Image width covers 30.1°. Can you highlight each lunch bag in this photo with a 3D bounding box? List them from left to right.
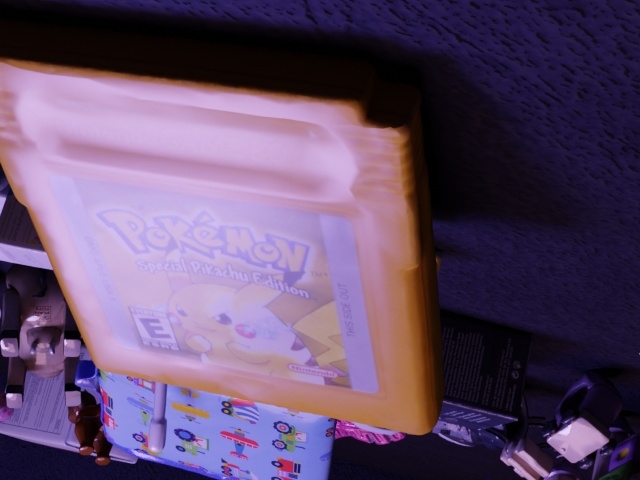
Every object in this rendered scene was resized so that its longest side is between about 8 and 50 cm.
[{"bbox_3d":[-0.127,0.172,1.321,0.293,0.138,0.221,6,138,0],"label":"lunch bag"}]

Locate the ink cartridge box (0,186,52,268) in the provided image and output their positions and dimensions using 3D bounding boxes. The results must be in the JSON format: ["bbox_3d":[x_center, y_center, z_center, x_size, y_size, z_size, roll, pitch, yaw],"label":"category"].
[{"bbox_3d":[-0.199,-0.019,0.997,0.122,0.088,0.052,11,162,11],"label":"ink cartridge box"}]

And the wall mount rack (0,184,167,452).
[{"bbox_3d":[-0.264,0.065,1.176,0.350,0.130,0.304,10,144,14],"label":"wall mount rack"}]

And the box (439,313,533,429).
[{"bbox_3d":[0.124,0.137,1.270,0.158,0.093,0.156,14,166,-5],"label":"box"}]

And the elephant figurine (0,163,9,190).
[{"bbox_3d":[-0.402,-0.041,0.955,0.239,0.169,0.186,-1,147,12],"label":"elephant figurine"}]

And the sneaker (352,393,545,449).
[{"bbox_3d":[0.155,0.198,1.473,0.268,0.101,0.153,17,166,-33],"label":"sneaker"}]

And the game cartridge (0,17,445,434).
[{"bbox_3d":[-0.064,0.002,0.797,0.285,0.053,0.324,9,142,17],"label":"game cartridge"}]

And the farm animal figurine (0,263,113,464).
[{"bbox_3d":[-0.360,0.128,1.436,0.330,0.172,0.327,13,133,-23],"label":"farm animal figurine"}]

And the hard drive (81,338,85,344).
[{"bbox_3d":[-0.296,0.141,1.756,0.254,0.054,0.172,9,164,22],"label":"hard drive"}]

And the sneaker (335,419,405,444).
[{"bbox_3d":[0.042,0.221,1.675,0.252,0.111,0.103,-13,120,25],"label":"sneaker"}]

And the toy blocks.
[{"bbox_3d":[0.346,0.277,1.431,0.309,0.260,0.288,41,130,-8],"label":"toy blocks"}]

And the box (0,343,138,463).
[{"bbox_3d":[-0.363,0.238,1.776,0.127,0.148,0.232,26,163,-37],"label":"box"}]

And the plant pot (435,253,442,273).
[{"bbox_3d":[0.037,0.033,1.007,0.081,0.081,0.083,23,175,-32],"label":"plant pot"}]
